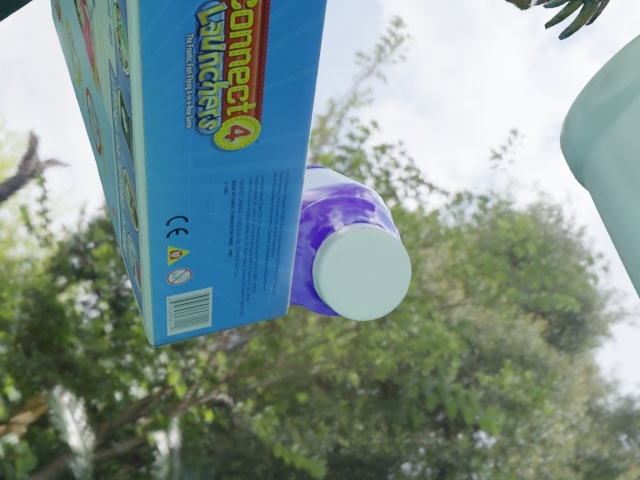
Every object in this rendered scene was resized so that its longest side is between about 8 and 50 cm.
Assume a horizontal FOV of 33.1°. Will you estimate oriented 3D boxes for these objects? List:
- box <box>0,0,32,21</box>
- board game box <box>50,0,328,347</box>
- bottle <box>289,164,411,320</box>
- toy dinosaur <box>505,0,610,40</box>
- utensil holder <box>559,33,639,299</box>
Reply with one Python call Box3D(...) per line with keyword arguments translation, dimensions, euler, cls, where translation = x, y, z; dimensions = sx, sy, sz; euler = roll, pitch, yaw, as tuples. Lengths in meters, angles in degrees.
Box3D(translation=(-0.425, -0.406, 1.438), dimensions=(0.179, 0.343, 0.312), euler=(56, 13, -21), cls="box")
Box3D(translation=(-0.093, -0.152, 0.597), dimensions=(0.308, 0.086, 0.302), euler=(99, -26, -52), cls="board game box")
Box3D(translation=(0.000, 0.000, 0.870), dimensions=(0.283, 0.118, 0.092), euler=(-145, -141, -73), cls="bottle")
Box3D(translation=(0.183, -0.252, 0.927), dimensions=(0.200, 0.127, 0.295), euler=(41, 2, 2), cls="toy dinosaur")
Box3D(translation=(0.412, 0.021, 0.844), dimensions=(0.327, 0.327, 0.385), euler=(-54, -131, 54), cls="utensil holder")
